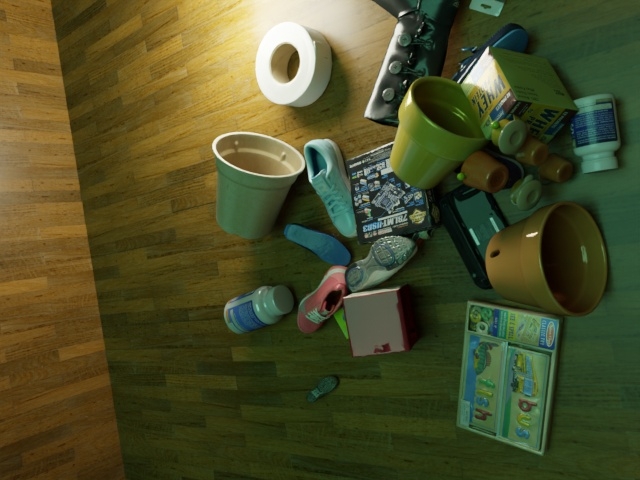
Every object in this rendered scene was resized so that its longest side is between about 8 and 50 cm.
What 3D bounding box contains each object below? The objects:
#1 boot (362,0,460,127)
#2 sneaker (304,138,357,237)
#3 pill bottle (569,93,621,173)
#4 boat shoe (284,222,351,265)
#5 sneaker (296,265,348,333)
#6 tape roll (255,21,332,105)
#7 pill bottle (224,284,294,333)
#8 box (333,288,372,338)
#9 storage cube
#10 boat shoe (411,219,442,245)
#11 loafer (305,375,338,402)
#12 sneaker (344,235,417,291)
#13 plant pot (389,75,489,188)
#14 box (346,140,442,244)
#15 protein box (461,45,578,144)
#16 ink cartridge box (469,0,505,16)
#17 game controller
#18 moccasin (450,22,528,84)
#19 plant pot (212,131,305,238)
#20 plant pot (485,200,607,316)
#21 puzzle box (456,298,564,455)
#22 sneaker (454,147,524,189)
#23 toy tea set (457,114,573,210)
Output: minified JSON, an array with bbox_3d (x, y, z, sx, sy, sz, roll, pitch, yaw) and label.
[{"bbox_3d":[0.221,-0.580,1.749,0.367,0.146,0.444,25,109,38],"label":"boot"},{"bbox_3d":[0.026,-0.176,1.956,0.135,0.150,0.365,-30,77,37],"label":"sneaker"},{"bbox_3d":[0.698,-0.268,1.444,0.112,0.112,0.186,-8,90,38],"label":"pill bottle"},{"bbox_3d":[0.000,0.000,2.030,0.258,0.089,0.109,33,101,7],"label":"boat shoe"},{"bbox_3d":[0.001,0.230,2.007,0.116,0.136,0.313,27,118,-11],"label":"sneaker"},{"bbox_3d":[-0.097,-0.625,2.032,0.286,0.100,0.285,5,98,38],"label":"tape roll"},{"bbox_3d":[-0.236,0.263,2.211,0.272,0.152,0.152,-23,81,37],"label":"pill bottle"},{"bbox_3d":[0.135,0.257,1.990,0.178,0.042,0.109,-41,71,34],"label":"box"},{"bbox_3d":[0.192,0.253,1.824,0.215,0.184,0.193,-10,89,18],"label":"storage cube"},{"bbox_3d":[0.335,-0.028,1.799,0.043,0.049,0.137,43,114,24],"label":"boat shoe"},{"bbox_3d":[0.008,0.551,2.120,0.148,0.050,0.056,-38,75,18],"label":"loafer"},{"bbox_3d":[0.208,0.072,1.853,0.297,0.129,0.110,-36,63,41],"label":"sneaker"},{"bbox_3d":[0.312,-0.279,1.567,0.254,0.254,0.239,53,143,21],"label":"plant pot"},{"bbox_3d":[0.227,-0.155,1.818,0.296,0.073,0.293,-16,80,43],"label":"box"},{"bbox_3d":[0.509,-0.369,1.470,0.136,0.200,0.201,121,144,-49],"label":"protein box"},{"bbox_3d":[0.482,-0.736,1.590,0.104,0.062,0.181,32,114,31],"label":"ink cartridge box"},{"bbox_3d":[0.475,-0.018,1.691,0.167,0.067,0.319,-29,77,22],"label":"game controller"},{"bbox_3d":[0.429,-0.480,1.614,0.342,0.138,0.116,-46,43,33],"label":"moccasin"},{"bbox_3d":[-0.255,-0.188,2.096,0.334,0.334,0.305,38,128,29],"label":"plant pot"},{"bbox_3d":[0.576,0.057,1.490,0.204,0.291,0.290,-14,87,54],"label":"plant pot"},{"bbox_3d":[0.551,0.395,1.674,0.272,0.052,0.408,8,100,36],"label":"puzzle box"},{"bbox_3d":[0.433,-0.225,1.639,0.283,0.124,0.107,26,121,34],"label":"sneaker"},{"bbox_3d":[0.500,-0.194,1.475,0.199,0.336,0.124,-62,37,12],"label":"toy tea set"}]
